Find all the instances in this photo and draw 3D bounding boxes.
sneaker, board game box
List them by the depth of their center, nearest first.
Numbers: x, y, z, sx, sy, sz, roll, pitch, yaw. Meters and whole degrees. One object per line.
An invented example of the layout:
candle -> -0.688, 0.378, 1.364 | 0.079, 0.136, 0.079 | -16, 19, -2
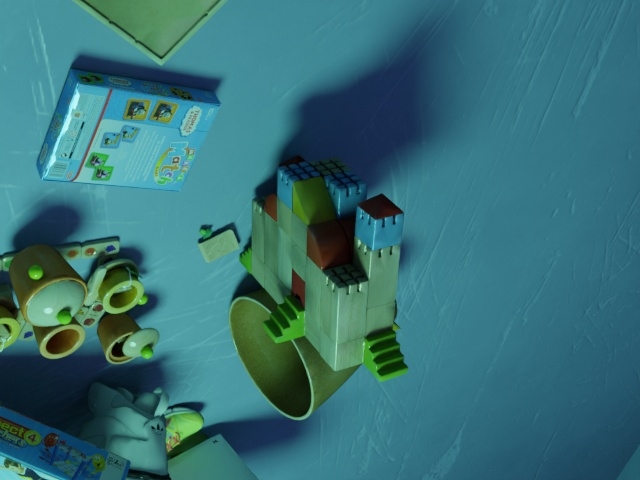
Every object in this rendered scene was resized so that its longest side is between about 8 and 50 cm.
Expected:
board game box -> -0.260, -0.144, 1.276 | 0.211, 0.039, 0.160 | 4, 130, -38
board game box -> -0.502, 0.406, 1.484 | 0.301, 0.086, 0.308 | 28, 124, -13
sneaker -> -0.405, 0.373, 1.670 | 0.365, 0.210, 0.137 | -12, 153, 32
sneaker -> -0.313, 0.390, 1.779 | 0.208, 0.094, 0.082 | -20, 139, -18

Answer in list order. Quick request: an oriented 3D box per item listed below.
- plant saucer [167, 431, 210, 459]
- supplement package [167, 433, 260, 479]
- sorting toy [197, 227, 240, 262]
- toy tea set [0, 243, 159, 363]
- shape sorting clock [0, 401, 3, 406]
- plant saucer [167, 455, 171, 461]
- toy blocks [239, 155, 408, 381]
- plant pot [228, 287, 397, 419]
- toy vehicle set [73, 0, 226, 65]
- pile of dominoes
plant saucer -> -0.324, 0.480, 1.918 | 0.240, 0.037, 0.241 | -20, 141, -17
supplement package -> -0.206, 0.544, 1.805 | 0.204, 0.262, 0.145 | -22, 139, -36
sorting toy -> -0.169, 0.000, 1.521 | 0.062, 0.012, 0.083 | -23, 145, -5
toy tea set -> -0.353, 0.124, 1.398 | 0.336, 0.124, 0.200 | 14, 120, -52
shape sorting clock -> -0.613, 0.290, 1.497 | 0.206, 0.040, 0.206 | -12, 139, -10
plant saucer -> -0.380, 0.476, 1.829 | 0.192, 0.018, 0.067 | -17, 140, -21
toy blocks -> 0.000, 0.000, 1.398 | 0.190, 0.381, 0.261 | -13, 124, -25
plant pot -> 0.006, 0.150, 1.667 | 0.254, 0.237, 0.237 | -29, 145, -30
toy vehicle set -> -0.160, -0.350, 1.123 | 0.267, 0.035, 0.166 | -42, 142, 11
pile of dominoes -> -0.429, 0.097, 1.419 | 0.251, 0.040, 0.196 | -10, 137, -27
